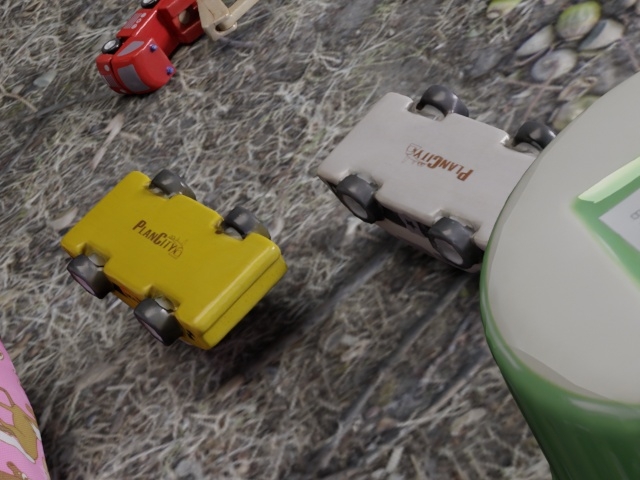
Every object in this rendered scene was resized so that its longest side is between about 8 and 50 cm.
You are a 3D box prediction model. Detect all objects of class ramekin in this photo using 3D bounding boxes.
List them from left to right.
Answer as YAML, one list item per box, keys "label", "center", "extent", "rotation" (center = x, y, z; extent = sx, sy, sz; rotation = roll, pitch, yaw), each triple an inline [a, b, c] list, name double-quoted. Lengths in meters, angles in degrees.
- label: "ramekin"
  center: [0.224, 0.026, 0.756]
  extent: [0.303, 0.148, 0.303]
  rotation: [-24, 34, 17]

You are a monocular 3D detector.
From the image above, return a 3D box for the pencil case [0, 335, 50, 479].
- label: "pencil case"
  center: [-0.259, 0.172, 1.006]
  extent: [0.167, 0.160, 0.386]
  rotation: [-64, 28, 17]

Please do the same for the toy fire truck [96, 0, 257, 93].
- label: "toy fire truck"
  center: [-0.105, -0.209, 1.458]
  extent: [0.135, 0.047, 0.192]
  rotation: [6, 51, 45]

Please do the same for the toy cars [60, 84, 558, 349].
- label: "toy cars"
  center: [0.000, 0.000, 1.063]
  extent: [0.394, 0.087, 0.176]
  rotation: [-15, 42, 24]
